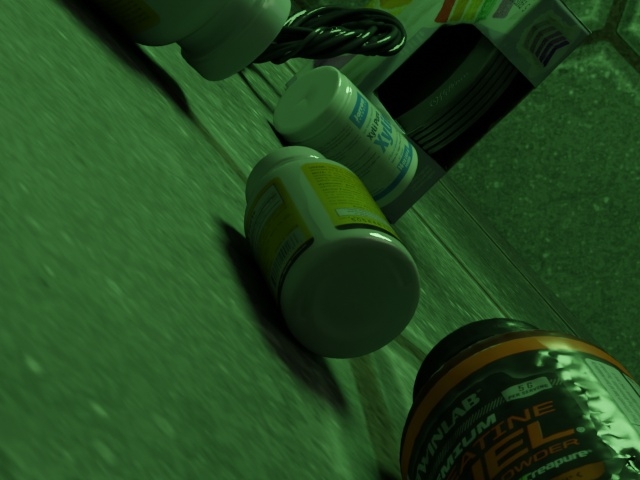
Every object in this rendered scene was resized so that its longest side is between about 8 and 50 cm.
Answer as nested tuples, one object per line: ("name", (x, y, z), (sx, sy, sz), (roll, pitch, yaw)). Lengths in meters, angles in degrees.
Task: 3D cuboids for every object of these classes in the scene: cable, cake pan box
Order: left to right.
("cable", (0.000, -0.177, 1.334), (0.151, 0.047, 0.184), (5, 16, 5))
("cake pan box", (0.099, -0.161, 1.388), (0.070, 0.246, 0.267), (39, 12, -28))

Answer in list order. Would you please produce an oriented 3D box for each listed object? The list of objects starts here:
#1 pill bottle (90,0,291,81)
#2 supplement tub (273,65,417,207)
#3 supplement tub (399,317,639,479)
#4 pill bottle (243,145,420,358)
("pill bottle", (-0.105, -0.182, 0.900), (0.184, 0.103, 0.103), (44, 9, -28))
("supplement tub", (0.021, -0.080, 1.199), (0.107, 0.071, 0.071), (43, 9, -34))
("supplement tub", (0.089, 0.101, 0.563), (0.106, 0.106, 0.198), (44, 8, -23))
("pill bottle", (0.000, 0.000, 0.713), (0.065, 0.065, 0.116), (43, 10, -32))
